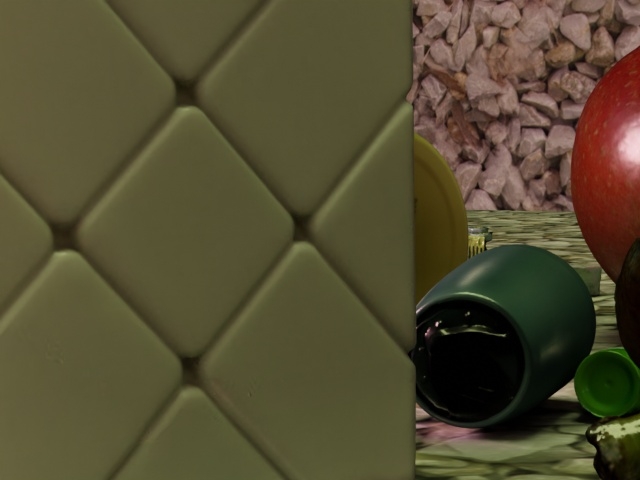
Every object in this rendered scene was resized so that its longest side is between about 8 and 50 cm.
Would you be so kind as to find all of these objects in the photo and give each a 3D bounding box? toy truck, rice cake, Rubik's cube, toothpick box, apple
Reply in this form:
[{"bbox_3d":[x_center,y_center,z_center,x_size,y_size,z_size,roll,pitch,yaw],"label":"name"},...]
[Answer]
[{"bbox_3d":[0.173,0.019,2.197,0.100,0.077,0.169,2,6,2],"label":"toy truck"},{"bbox_3d":[0.254,0.051,1.972,0.211,0.043,0.034,-4,12,-31],"label":"rice cake"},{"bbox_3d":[-0.156,-0.008,0.987,0.322,0.318,0.316,-3,4,-37],"label":"Rubik's cube"},{"bbox_3d":[0.126,0.072,1.203,0.120,0.120,0.184,0,8,20],"label":"toothpick box"},{"bbox_3d":[0.410,-0.071,1.602,0.348,0.348,0.277,-3,36,-23],"label":"apple"}]

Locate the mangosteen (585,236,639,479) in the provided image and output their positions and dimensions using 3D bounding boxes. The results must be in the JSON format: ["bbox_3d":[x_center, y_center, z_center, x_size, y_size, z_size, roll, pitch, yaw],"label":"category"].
[{"bbox_3d":[0.278,0.061,0.978,0.289,0.231,0.231,-45,17,-12],"label":"mangosteen"}]

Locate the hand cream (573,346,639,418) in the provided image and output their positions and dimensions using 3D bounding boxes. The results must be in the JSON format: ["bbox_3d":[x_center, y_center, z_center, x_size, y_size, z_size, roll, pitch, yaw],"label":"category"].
[{"bbox_3d":[0.256,0.103,1.297,0.079,0.050,0.275,28,10,22],"label":"hand cream"}]

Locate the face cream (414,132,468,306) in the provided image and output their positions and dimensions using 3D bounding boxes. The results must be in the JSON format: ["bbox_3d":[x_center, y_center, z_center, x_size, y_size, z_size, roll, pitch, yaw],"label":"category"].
[{"bbox_3d":[0.000,0.000,1.521,0.218,0.218,0.179,-5,6,-40],"label":"face cream"}]
